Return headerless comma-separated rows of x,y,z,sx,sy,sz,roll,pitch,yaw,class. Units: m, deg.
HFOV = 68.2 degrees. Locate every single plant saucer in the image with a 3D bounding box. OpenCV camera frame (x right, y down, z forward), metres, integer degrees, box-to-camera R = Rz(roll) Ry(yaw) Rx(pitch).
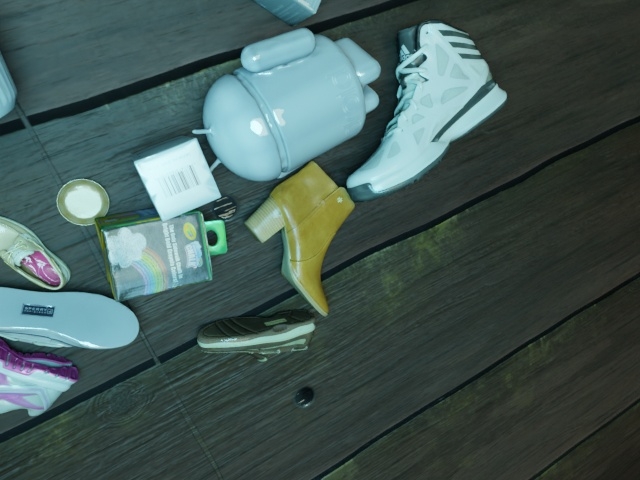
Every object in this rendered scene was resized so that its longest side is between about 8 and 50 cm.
-0.424,-0.069,0.845,0.084,0.015,0.083,-6,105,-23,plant saucer

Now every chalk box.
-0.279,0.010,0.859,0.213,0.132,0.132,-13,107,-28,chalk box

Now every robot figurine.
-0.061,-0.238,0.859,0.354,0.199,0.299,-31,147,-14,robot figurine

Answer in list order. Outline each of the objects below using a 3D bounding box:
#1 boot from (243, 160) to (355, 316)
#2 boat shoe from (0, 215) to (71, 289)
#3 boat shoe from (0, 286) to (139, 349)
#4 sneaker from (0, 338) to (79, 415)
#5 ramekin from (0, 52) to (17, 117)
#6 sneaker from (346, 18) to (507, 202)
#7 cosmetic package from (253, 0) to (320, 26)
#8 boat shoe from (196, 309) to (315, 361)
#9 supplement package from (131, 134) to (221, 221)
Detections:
-0.001,-0.001,0.999,0.211,0.104,0.295,-40,113,-12,boot
-0.504,0.023,0.807,0.063,0.059,0.170,-48,116,-6,boat shoe
-0.466,0.146,0.837,0.268,0.088,0.096,9,64,-23,boat shoe
-0.563,0.236,0.810,0.252,0.103,0.111,31,88,-26,sneaker
-0.550,-0.200,0.629,0.273,0.273,0.127,-27,125,-16,ramekin
0.177,-0.288,0.997,0.448,0.169,0.257,-40,106,-19,sneaker
-0.110,-0.489,0.819,0.238,0.127,0.107,20,94,-25,cosmetic package
-0.129,0.218,1.002,0.258,0.095,0.095,-3,110,-23,boat shoe
-0.254,-0.114,0.816,0.105,0.179,0.105,-27,112,-16,supplement package
